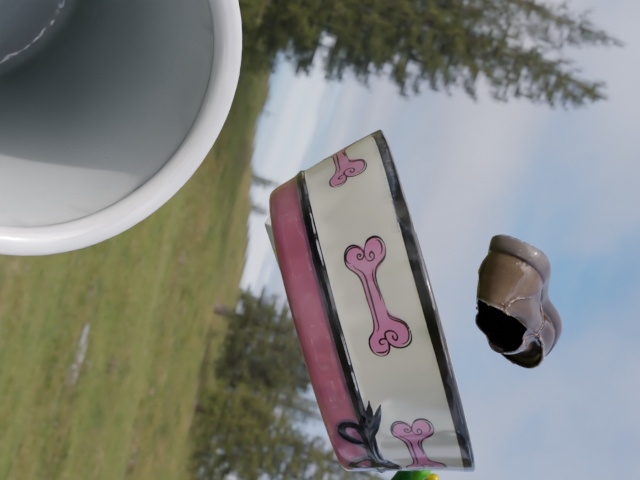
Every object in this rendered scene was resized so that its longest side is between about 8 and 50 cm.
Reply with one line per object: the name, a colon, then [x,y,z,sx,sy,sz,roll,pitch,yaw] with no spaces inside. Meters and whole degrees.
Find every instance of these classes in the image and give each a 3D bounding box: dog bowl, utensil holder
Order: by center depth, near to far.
utensil holder: [-0.292,-0.217,1.065,0.385,0.327,0.327,45,-58,51]
dog bowl: [0.055,0.086,1.364,0.408,0.150,0.408,-15,90,-88]

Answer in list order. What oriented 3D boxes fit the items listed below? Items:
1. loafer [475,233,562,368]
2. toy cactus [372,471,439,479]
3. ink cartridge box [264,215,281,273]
loafer: [0.297,0.123,1.894,0.130,0.134,0.366,-56,151,-18]
toy cactus: [0.111,0.406,1.883,0.180,0.112,0.219,-12,-144,45]
ink cartridge box: [0.000,0.000,2.079,0.128,0.127,0.176,-53,149,-26]
